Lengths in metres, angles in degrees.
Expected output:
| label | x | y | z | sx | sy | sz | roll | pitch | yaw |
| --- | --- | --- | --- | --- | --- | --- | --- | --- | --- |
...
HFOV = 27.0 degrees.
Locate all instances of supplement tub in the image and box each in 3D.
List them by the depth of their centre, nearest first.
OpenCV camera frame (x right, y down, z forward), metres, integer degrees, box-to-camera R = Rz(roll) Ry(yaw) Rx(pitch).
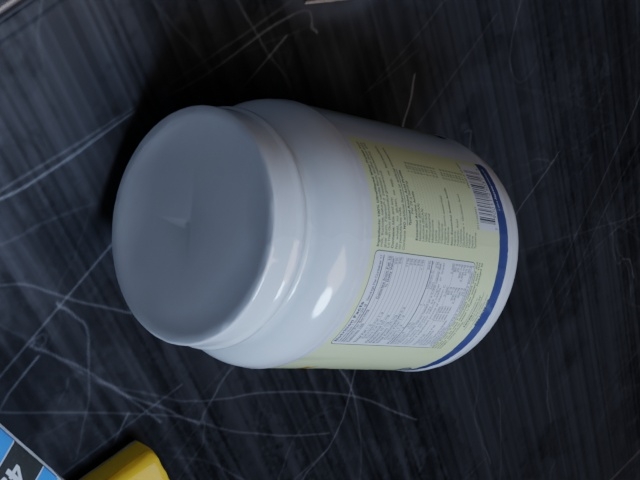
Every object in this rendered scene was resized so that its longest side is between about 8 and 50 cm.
| label | x | y | z | sx | sy | sz | roll | pitch | yaw |
| --- | --- | --- | --- | --- | --- | --- | --- | --- | --- |
| supplement tub | 0.000 | 0.000 | 1.206 | 0.325 | 0.235 | 0.235 | 7 | 111 | -47 |

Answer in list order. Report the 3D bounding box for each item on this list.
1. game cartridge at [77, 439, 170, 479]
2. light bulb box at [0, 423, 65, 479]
| label | x | y | z | sx | sy | sz | roll | pitch | yaw |
| --- | --- | --- | --- | --- | --- | --- | --- | --- | --- |
| game cartridge | -0.242 | 0.402 | 1.318 | 0.324 | 0.053 | 0.285 | -36 | 117 | -24 |
| light bulb box | -0.391 | 0.241 | 0.926 | 0.358 | 0.225 | 0.361 | -59 | 143 | -21 |
